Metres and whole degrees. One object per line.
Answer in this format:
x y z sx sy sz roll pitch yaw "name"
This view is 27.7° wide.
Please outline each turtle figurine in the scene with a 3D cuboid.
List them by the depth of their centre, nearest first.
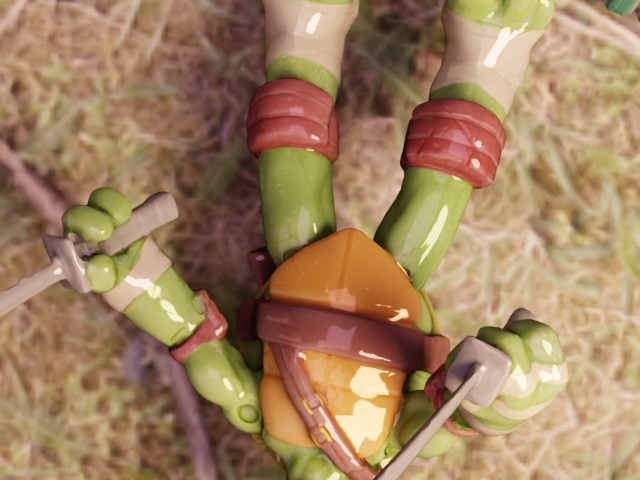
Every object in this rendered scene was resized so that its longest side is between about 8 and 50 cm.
0.000 0.000 0.526 0.274 0.197 0.266 27 69 -42 "turtle figurine"

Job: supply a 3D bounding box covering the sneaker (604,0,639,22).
0.193 -0.149 0.615 0.223 0.083 0.098 26 70 -6 "sneaker"
